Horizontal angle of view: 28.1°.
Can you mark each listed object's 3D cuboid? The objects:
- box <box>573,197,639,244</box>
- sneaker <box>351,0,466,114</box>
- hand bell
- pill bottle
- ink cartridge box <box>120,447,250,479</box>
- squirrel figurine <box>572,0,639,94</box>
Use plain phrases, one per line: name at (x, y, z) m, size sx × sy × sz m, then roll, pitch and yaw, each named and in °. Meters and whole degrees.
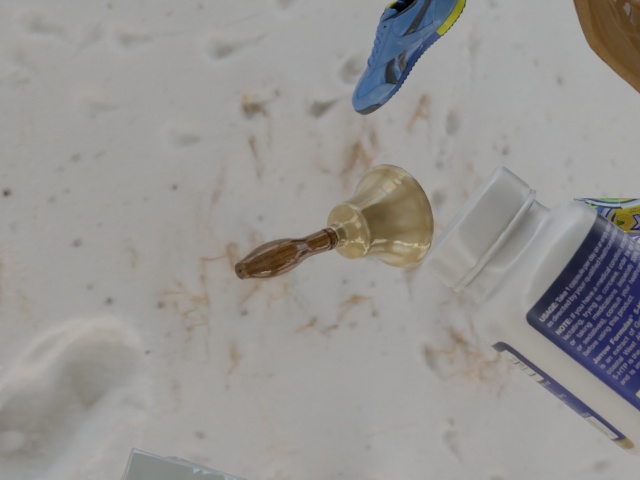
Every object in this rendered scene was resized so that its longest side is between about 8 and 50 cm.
box at (0.396, -0.015, 1.582) m, size 0.169 × 0.059 × 0.054 m, roll 1°, pitch 53°, yaw 5°
sneaker at (0.090, -0.252, 1.610) m, size 0.082 × 0.209 × 0.069 m, roll 27°, pitch 30°, yaw -24°
hand bell at (0.000, 0.000, 1.428) m, size 0.242 × 0.126 × 0.126 m, roll -18°, pitch 93°, yaw -40°
pill bottle at (0.163, 0.040, 0.820) m, size 0.187 × 0.112 × 0.112 m, roll 38°, pitch 61°, yaw 1°
ink cartridge box at (-0.107, 0.263, 0.934) m, size 0.127 × 0.128 × 0.176 m, roll 16°, pitch 62°, yaw -6°
squirrel figurine at (0.398, -0.368, 1.381) m, size 0.397 × 0.281 × 0.370 m, roll 37°, pitch 40°, yaw 20°
